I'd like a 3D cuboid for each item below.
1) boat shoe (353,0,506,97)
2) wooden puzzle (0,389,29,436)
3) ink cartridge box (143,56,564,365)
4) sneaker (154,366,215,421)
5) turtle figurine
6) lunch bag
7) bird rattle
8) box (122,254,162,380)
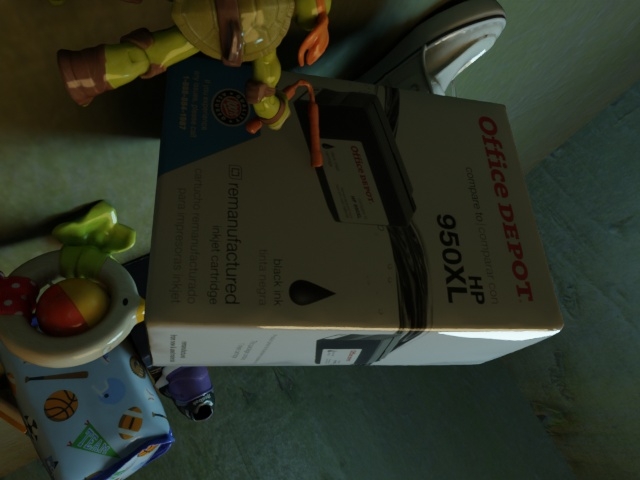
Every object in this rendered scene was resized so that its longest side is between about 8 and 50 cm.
[{"bbox_3d":[0.129,-0.189,0.737,0.366,0.157,0.136,-32,167,10],"label":"boat shoe"},{"bbox_3d":[-0.659,0.413,1.159,0.044,0.220,0.239,-57,174,-20],"label":"wooden puzzle"},{"bbox_3d":[0.025,-0.018,0.557,0.394,0.286,0.166,3,155,-15],"label":"ink cartridge box"},{"bbox_3d":[-0.280,0.328,1.057,0.107,0.124,0.283,-22,165,-22],"label":"sneaker"},{"bbox_3d":[-0.079,-0.157,0.373,0.217,0.087,0.270,-12,127,-11],"label":"turtle figurine"},{"bbox_3d":[-0.460,0.329,1.024,0.238,0.328,0.385,-22,163,-30],"label":"lunch bag"},{"bbox_3d":[-0.336,0.065,0.629,0.253,0.207,0.143,-30,152,-45],"label":"bird rattle"},{"bbox_3d":[-0.248,0.133,1.067,0.312,0.179,0.343,-23,165,-21],"label":"box"}]
